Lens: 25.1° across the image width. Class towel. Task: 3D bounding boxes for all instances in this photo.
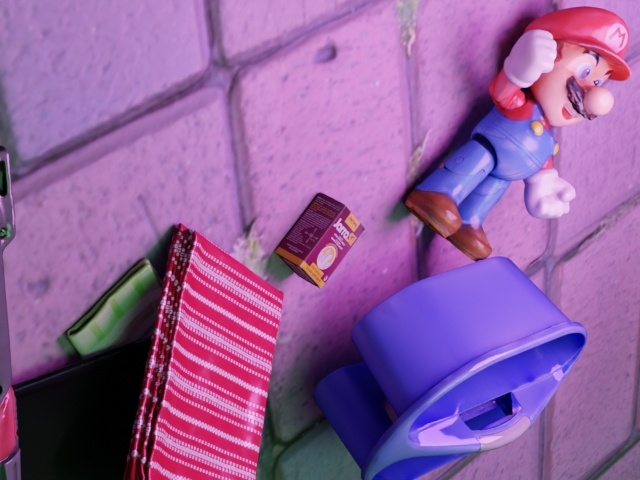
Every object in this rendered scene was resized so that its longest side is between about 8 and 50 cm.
[{"bbox_3d":[-0.105,0.144,1.419,0.199,0.031,0.275,40,52,-52],"label":"towel"},{"bbox_3d":[-0.177,0.102,1.420,0.113,0.023,0.152,-47,140,-18],"label":"towel"}]

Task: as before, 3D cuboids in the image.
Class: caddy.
[{"bbox_3d":[0.161,0.166,1.659,0.341,0.179,0.241,-16,147,-42],"label":"caddy"}]

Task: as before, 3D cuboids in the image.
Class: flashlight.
[{"bbox_3d":[-0.306,0.077,1.183,0.103,0.103,0.304,-47,139,-63],"label":"flashlight"}]

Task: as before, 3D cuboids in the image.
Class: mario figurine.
[{"bbox_3d":[0.248,-0.121,1.629,0.320,0.170,0.198,-53,177,3],"label":"mario figurine"}]

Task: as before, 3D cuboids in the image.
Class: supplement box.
[{"bbox_3d":[0.000,0.000,1.537,0.083,0.043,0.055,-54,140,-9],"label":"supplement box"}]

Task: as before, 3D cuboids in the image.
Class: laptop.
[{"bbox_3d":[-0.307,0.344,1.417,0.382,0.236,0.408,-19,155,-36],"label":"laptop"}]
